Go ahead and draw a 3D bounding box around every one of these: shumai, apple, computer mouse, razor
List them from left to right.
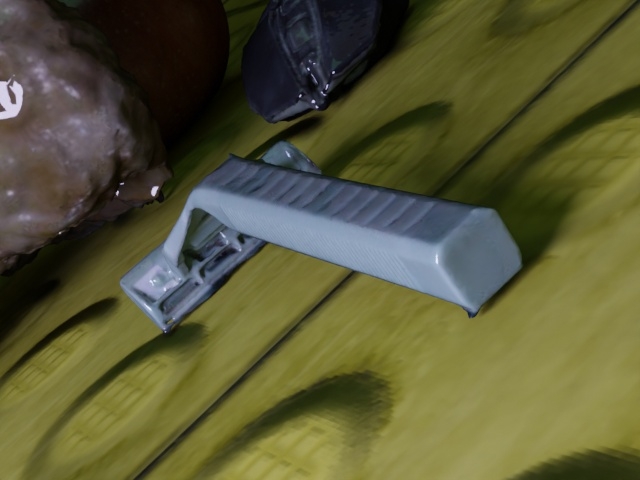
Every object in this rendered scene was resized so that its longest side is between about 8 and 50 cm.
[{"bbox_3d":[-0.267,-0.016,0.911,0.283,0.217,0.346,-45,20,-23],"label":"shumai"},{"bbox_3d":[-0.158,-0.137,1.124,0.201,0.162,0.201,-38,25,22],"label":"apple"},{"bbox_3d":[-0.006,-0.008,0.599,0.111,0.056,0.278,-42,16,-15],"label":"razor"},{"bbox_3d":[-0.002,-0.131,0.921,0.106,0.062,0.192,-35,15,16],"label":"computer mouse"}]
